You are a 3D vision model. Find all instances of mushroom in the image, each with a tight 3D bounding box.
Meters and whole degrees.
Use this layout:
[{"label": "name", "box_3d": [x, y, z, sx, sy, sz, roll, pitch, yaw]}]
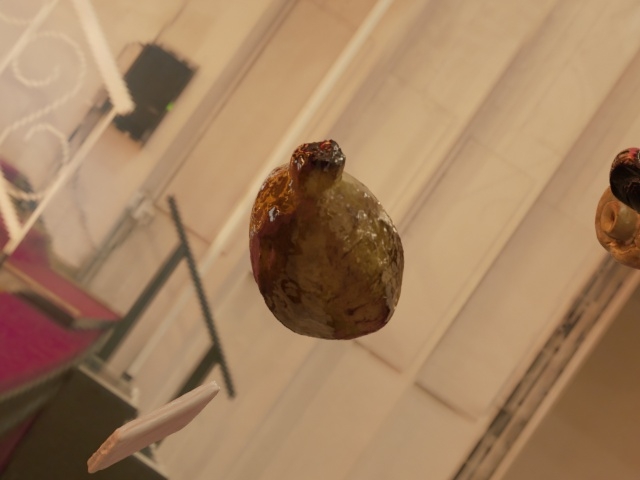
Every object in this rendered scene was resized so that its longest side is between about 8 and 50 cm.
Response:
[{"label": "mushroom", "box_3d": [0.474, -0.027, 1.853, 0.112, 0.148, 0.148, 6, 8, -21]}]

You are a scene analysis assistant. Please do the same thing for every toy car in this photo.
[{"label": "toy car", "box_3d": [0.354, -0.037, 1.262, 0.142, 0.055, 0.069, 35, -29, 9]}]

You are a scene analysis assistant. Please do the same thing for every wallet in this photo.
[{"label": "wallet", "box_3d": [-0.223, 0.246, 1.641, 0.032, 0.183, 0.124, 57, -43, 12]}]

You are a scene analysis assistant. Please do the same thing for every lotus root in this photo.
[{"label": "lotus root", "box_3d": [0.000, 0.000, 1.051, 0.138, 0.138, 0.214, 33, -29, 37]}]
